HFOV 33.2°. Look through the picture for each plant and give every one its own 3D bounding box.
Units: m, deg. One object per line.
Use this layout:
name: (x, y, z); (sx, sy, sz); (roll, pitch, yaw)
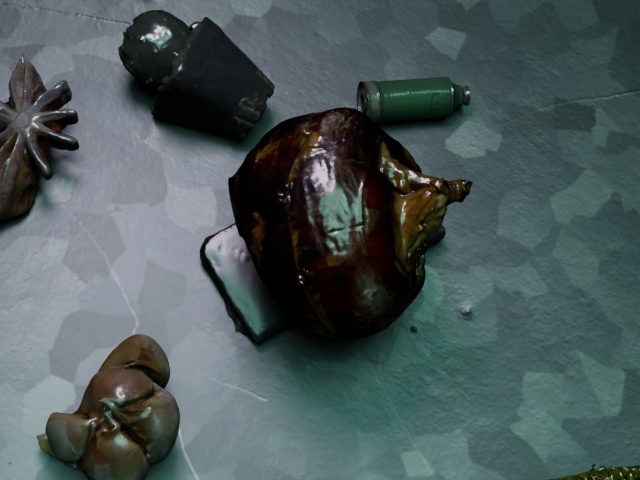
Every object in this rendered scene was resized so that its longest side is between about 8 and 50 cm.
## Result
plant: (-0.205, -0.266, 1.732); (0.256, 0.164, 0.141); (31, 65, -7)

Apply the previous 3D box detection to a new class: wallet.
wallet: (0.000, 0.000, 1.701); (0.378, 0.051, 0.197); (-29, 76, -18)

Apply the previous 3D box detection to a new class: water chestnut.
water chestnut: (0.057, -0.030, 1.527); (0.347, 0.335, 0.335); (-13, 65, 19)

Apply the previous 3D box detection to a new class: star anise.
star anise: (-0.468, -0.172, 1.681); (0.198, 0.110, 0.257); (-28, 65, -3)

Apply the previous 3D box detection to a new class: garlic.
garlic: (-0.270, 0.247, 1.498); (0.214, 0.191, 0.160); (-44, 104, -34)

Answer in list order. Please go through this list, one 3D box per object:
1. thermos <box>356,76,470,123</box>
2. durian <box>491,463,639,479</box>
thermos: (0.159, -0.238, 1.824); (0.188, 0.083, 0.073); (-5, 89, -12)
durian: (0.430, 0.379, 1.557); (0.375, 0.132, 0.106); (-2, 54, -3)
